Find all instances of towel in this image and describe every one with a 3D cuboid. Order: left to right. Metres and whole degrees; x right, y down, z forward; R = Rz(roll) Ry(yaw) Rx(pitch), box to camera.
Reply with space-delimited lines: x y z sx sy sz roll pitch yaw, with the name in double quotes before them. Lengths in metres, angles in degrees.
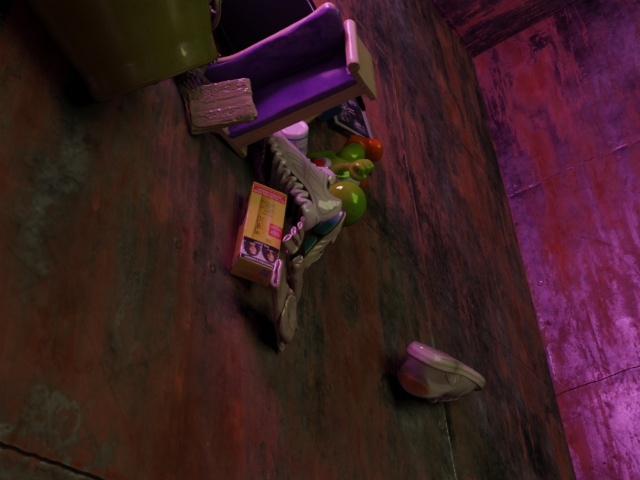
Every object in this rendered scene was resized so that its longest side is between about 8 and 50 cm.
"towel" -0.211 -0.282 1.726 0.027 0.148 0.110 74 3 -71

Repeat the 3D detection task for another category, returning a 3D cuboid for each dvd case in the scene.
"dvd case" 0.076 -0.386 2.470 0.238 0.029 0.179 20 49 -56

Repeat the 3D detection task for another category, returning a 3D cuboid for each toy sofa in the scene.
"toy sofa" -0.074 -0.340 1.774 0.177 0.362 0.150 48 30 -44

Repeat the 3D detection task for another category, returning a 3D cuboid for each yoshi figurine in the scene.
"yoshi figurine" 0.063 -0.128 2.036 0.362 0.203 0.203 -46 117 -57

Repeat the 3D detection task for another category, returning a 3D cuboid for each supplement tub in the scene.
"supplement tub" -0.066 -0.229 1.962 0.071 0.071 0.107 -86 180 -46

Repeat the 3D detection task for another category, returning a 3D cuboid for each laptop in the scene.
"laptop" -0.095 -0.514 2.143 0.382 0.236 0.408 64 5 18

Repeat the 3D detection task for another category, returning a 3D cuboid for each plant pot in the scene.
"plant pot" -0.348 -0.441 1.425 0.366 0.366 0.353 -51 125 -62

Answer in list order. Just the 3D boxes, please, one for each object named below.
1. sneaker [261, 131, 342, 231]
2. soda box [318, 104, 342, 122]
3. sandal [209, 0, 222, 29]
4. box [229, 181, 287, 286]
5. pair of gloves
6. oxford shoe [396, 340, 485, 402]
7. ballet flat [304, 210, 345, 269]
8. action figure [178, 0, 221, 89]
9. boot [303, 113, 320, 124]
"sneaker" -0.050 -0.145 1.856 0.118 0.110 0.292 -15 58 -20
"soda box" -0.027 -0.422 2.260 0.210 0.071 0.067 43 32 -37
"sandal" -0.257 -0.619 1.937 0.086 0.120 0.303 12 53 -30
"box" -0.125 -0.016 1.701 0.087 0.058 0.232 22 41 -15
"pair of gloves" -0.058 0.090 1.670 0.240 0.042 0.204 -75 166 -53
"oxford shoe" 0.311 0.358 2.149 0.130 0.169 0.449 -65 152 -1
"ballet flat" 0.000 0.000 1.876 0.057 0.168 0.052 32 -19 49
"action figure" -0.290 -0.446 1.650 0.141 0.164 0.276 31 -19 38
"boot" -0.107 -0.363 2.082 0.207 0.090 0.248 47 31 -5
